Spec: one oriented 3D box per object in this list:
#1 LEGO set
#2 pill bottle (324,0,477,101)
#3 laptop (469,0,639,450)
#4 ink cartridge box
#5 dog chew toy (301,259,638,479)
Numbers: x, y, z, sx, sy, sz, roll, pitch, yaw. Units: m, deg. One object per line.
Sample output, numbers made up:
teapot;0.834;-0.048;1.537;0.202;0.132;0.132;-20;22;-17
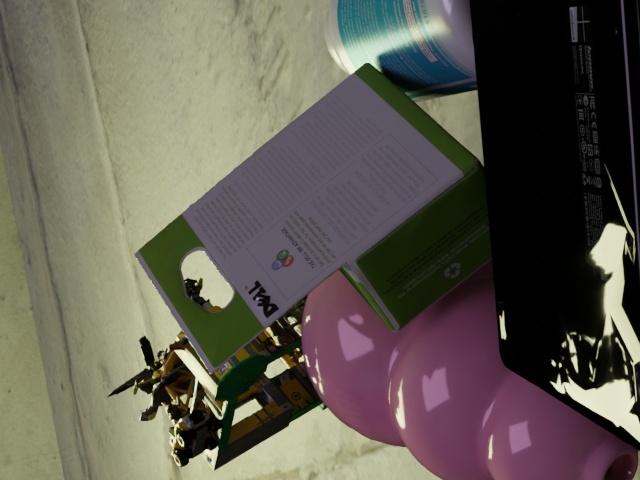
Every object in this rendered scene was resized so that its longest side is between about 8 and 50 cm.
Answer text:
LEGO set;-0.058;0.061;1.400;0.192;0.331;0.255;47;155;24
pill bottle;0.101;-0.195;1.182;0.264;0.146;0.146;-1;96;64
laptop;0.271;-0.079;0.858;0.408;0.236;0.382;-152;55;-75
ink cartridge box;0.000;0.000;1.127;0.097;0.255;0.189;53;178;-41
dog chew toy;0.130;0.112;1.165;0.332;0.207;0.206;35;128;47
